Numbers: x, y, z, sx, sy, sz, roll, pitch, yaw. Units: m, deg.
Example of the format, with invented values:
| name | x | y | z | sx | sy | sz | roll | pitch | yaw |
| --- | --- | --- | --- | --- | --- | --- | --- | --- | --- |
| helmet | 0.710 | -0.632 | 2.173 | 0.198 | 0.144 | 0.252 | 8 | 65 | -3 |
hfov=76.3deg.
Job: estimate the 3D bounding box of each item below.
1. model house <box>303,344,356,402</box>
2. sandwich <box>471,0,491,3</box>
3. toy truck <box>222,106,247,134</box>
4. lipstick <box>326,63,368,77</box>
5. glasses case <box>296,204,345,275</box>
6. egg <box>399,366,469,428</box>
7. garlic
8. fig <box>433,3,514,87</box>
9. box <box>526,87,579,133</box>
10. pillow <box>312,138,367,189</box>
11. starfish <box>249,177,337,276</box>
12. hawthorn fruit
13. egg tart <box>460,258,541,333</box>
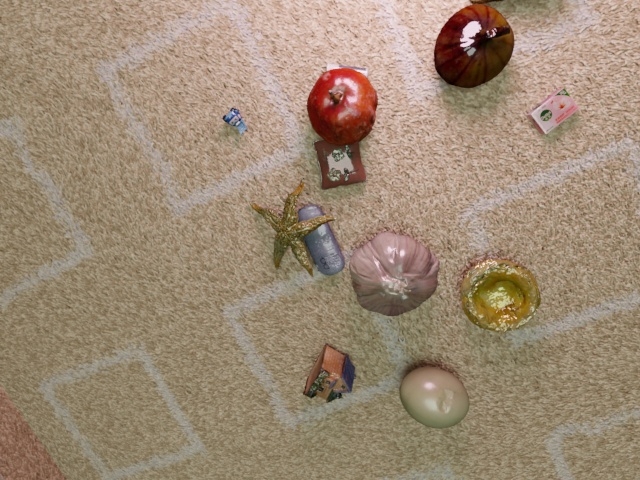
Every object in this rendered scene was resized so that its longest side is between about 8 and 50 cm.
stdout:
| name | x | y | z | sx | sy | sz | roll | pitch | yaw |
| --- | --- | --- | --- | --- | --- | --- | --- | --- | --- |
| model house | 0.049 | 0.553 | 1.618 | 0.172 | 0.166 | 0.183 | 26 | 118 | -5 |
| sandwich | 0.553 | -0.800 | 1.169 | 0.227 | 0.198 | 0.155 | -11 | 104 | 9 |
| toy truck | -0.292 | -0.415 | 1.431 | 0.056 | 0.073 | 0.090 | -41 | 96 | 15 |
| lipstick | 0.090 | -0.564 | 1.366 | 0.141 | 0.040 | 0.040 | 9 | 106 | 4 |
| glasses case | 0.000 | 0.000 | 1.514 | 0.109 | 0.067 | 0.283 | -21 | 103 | 18 |
| egg | 0.433 | 0.597 | 1.552 | 0.269 | 0.219 | 0.219 | 13 | 106 | 1 |
| garlic | 0.257 | 0.115 | 1.421 | 0.317 | 0.259 | 0.318 | 3 | 110 | 8 |
| fig | 0.462 | -0.589 | 1.240 | 0.235 | 0.214 | 0.235 | 12 | 113 | 29 |
| box | 0.757 | -0.420 | 1.330 | 0.125 | 0.043 | 0.089 | -41 | 97 | 14 |
| pillow | 0.068 | -0.276 | 1.428 | 0.171 | 0.075 | 0.179 | -10 | 102 | 8 |
| starfish | -0.094 | -0.025 | 1.471 | 0.347 | 0.078 | 0.358 | -26 | 97 | 29 |
| hawthorn fruit | 0.066 | -0.430 | 1.283 | 0.241 | 0.271 | 0.242 | 0 | 88 | 12 |
| egg tart | 0.638 | 0.191 | 1.472 | 0.288 | 0.118 | 0.288 | 2 | 107 | 7 |
